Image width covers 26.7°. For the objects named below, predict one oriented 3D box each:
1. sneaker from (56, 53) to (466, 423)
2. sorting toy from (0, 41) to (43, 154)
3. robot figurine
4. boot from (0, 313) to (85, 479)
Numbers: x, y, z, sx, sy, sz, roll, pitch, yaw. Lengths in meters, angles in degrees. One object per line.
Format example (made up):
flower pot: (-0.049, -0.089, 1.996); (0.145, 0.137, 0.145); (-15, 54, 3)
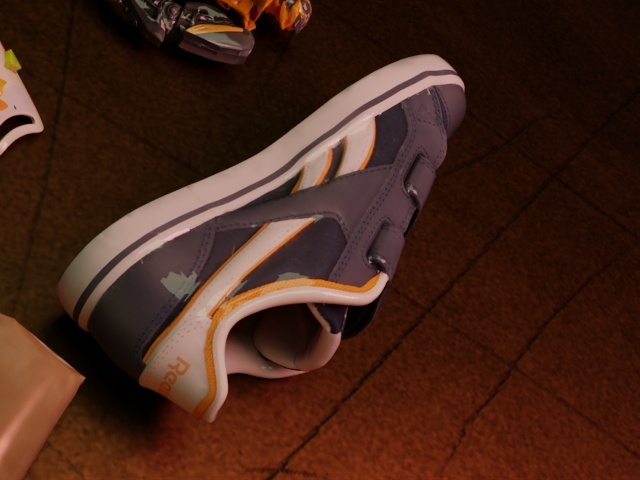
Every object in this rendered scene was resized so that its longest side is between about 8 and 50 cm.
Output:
sneaker: (0.000, 0.000, 0.837); (0.321, 0.126, 0.127); (-34, 74, -32)
sorting toy: (-0.209, -0.091, 0.840); (0.083, 0.045, 0.075); (-41, 102, -44)
robot figurine: (-0.121, -0.254, 0.981); (0.291, 0.085, 0.211); (36, 46, -3)
boot: (-0.172, 0.150, 0.602); (0.236, 0.089, 0.269); (17, 46, 7)
